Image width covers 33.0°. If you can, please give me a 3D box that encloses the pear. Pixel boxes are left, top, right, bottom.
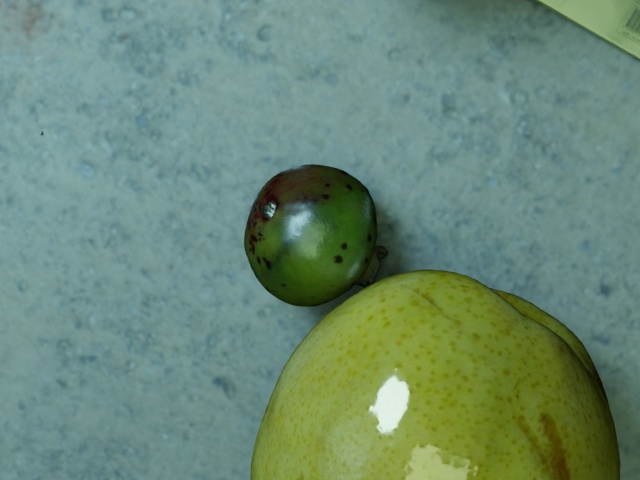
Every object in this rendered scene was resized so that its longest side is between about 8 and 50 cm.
[{"bbox_3d":[0.095,0.183,0.888,0.314,0.314,0.314,1,100,5],"label":"pear"}]

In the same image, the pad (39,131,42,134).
[{"bbox_3d":[-0.287,-0.262,0.953,0.250,0.055,0.323,13,101,2],"label":"pad"}]

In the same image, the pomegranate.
[{"bbox_3d":[-0.007,-0.004,0.949,0.130,0.130,0.130,1,100,5],"label":"pomegranate"}]

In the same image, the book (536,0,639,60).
[{"bbox_3d":[0.266,-0.272,0.926,0.168,0.013,0.192,30,101,-1],"label":"book"}]
